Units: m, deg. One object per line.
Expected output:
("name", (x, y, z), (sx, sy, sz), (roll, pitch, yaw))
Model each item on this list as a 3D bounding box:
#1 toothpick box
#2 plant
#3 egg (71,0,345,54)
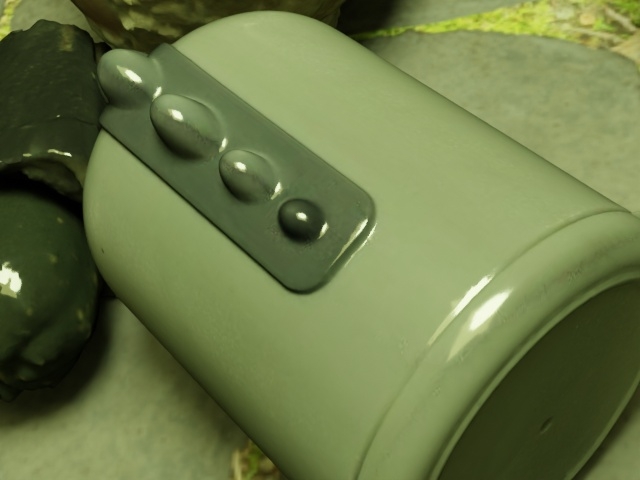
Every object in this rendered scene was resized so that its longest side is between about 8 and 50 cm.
("toothpick box", (0.000, 0.000, 0.605), (0.229, 0.229, 0.316), (-43, 57, -12))
("plant", (-0.192, -0.025, 0.729), (0.164, 0.142, 0.256), (-7, 54, 10))
("egg", (-0.071, -0.249, 0.767), (0.279, 0.279, 0.310), (2, 43, 17))
